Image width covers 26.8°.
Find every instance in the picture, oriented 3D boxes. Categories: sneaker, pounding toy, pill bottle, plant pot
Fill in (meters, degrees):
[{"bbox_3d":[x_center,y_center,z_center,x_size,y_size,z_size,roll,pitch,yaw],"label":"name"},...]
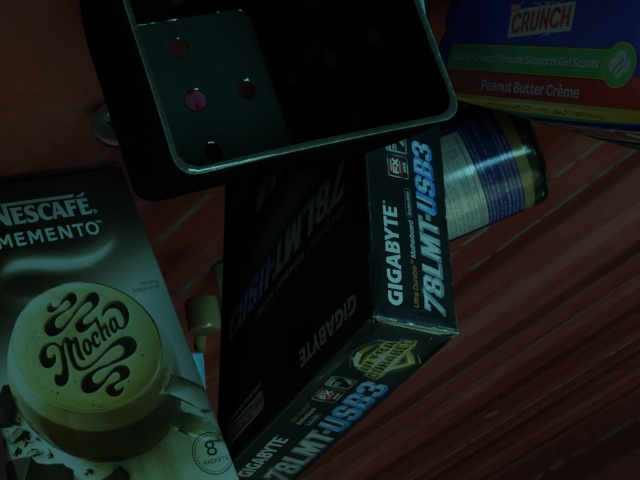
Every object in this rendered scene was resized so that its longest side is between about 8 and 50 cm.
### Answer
[{"bbox_3d":[-0.124,-0.087,1.037,0.119,0.047,0.057,-11,167,-30],"label":"sneaker"},{"bbox_3d":[-0.064,0.051,1.373,0.181,0.094,0.206,-18,164,34],"label":"pounding toy"},{"bbox_3d":[0.090,-0.051,1.245,0.219,0.123,0.123,-23,160,-4],"label":"pill bottle"},{"bbox_3d":[-0.055,-0.118,0.853,0.187,0.188,0.167,-15,169,-26],"label":"plant pot"}]

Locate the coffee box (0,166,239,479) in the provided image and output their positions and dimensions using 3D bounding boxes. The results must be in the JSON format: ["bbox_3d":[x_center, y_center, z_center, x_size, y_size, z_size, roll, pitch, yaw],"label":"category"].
[{"bbox_3d":[-0.199,0.104,1.050,0.168,0.297,0.119,-11,158,-32],"label":"coffee box"}]

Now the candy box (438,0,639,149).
[{"bbox_3d":[0.288,-0.120,0.999,0.317,0.122,0.268,13,-176,-29],"label":"candy box"}]

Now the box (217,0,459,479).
[{"bbox_3d":[0.000,0.000,1.024,0.073,0.293,0.295,12,147,-19],"label":"box"}]

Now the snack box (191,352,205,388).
[{"bbox_3d":[-0.290,0.153,1.323,0.187,0.060,0.322,-11,172,39],"label":"snack box"}]
